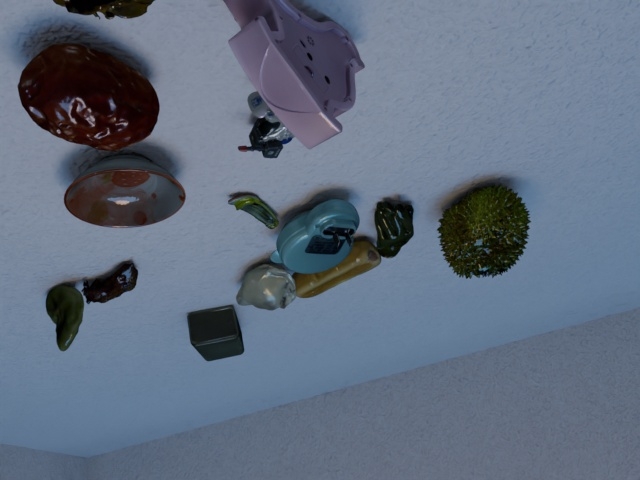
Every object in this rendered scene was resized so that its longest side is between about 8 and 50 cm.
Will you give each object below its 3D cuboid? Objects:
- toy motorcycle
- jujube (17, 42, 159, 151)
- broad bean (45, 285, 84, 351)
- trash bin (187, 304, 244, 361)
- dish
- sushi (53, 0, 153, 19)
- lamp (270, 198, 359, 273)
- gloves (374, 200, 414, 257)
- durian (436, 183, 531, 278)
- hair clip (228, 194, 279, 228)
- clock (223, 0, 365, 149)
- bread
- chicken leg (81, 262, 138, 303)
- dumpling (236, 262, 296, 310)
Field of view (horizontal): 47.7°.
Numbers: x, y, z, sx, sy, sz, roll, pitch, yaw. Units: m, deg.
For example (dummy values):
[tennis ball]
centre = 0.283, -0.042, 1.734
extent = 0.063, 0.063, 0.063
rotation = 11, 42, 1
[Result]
[toy motorcycle]
centre = -0.090, -0.254, 1.478
extent = 0.150, 0.102, 0.221
rotation = -11, 157, -30
[jujube]
centre = -0.406, -0.251, 1.284
extent = 0.174, 0.174, 0.250
rotation = -28, 160, 31
[broad bean]
centre = -0.719, 0.215, 2.055
extent = 0.072, 0.206, 0.153
rotation = 10, 123, -41
[trash bin]
centre = -0.355, 0.331, 2.526
extent = 0.164, 0.122, 0.240
rotation = -11, 156, -2
[dish]
centre = -0.436, -0.124, 1.612
extent = 0.260, 0.085, 0.260
rotation = -8, 156, -4
[sushi]
centre = -0.293, -0.401, 1.009
extent = 0.200, 0.213, 0.204
rotation = 8, 141, 10
[lamp]
centre = -0.003, -0.011, 1.943
extent = 0.210, 0.147, 0.284
rotation = 2, 159, -30
[gloves]
centre = 0.210, -0.027, 2.061
extent = 0.135, 0.107, 0.268
rotation = -40, 155, -15
[durian]
centre = 0.463, -0.025, 2.049
extent = 0.291, 0.224, 0.291
rotation = -6, 117, -11
[hair clip]
centre = -0.165, -0.079, 1.870
extent = 0.060, 0.033, 0.188
rotation = -24, 149, 20
[clock]
centre = -0.049, -0.338, 1.247
extent = 0.080, 0.275, 0.290
rotation = -26, 114, 32
[bread]
centre = 0.038, 0.087, 2.221
extent = 0.305, 0.091, 0.142
rotation = -27, 152, 29
[chicken leg]
centre = -0.599, 0.126, 2.076
extent = 0.234, 0.063, 0.105
rotation = -23, 155, 19
[dumpling]
centre = -0.156, 0.148, 2.207
extent = 0.162, 0.132, 0.250
rotation = 25, 141, -23
